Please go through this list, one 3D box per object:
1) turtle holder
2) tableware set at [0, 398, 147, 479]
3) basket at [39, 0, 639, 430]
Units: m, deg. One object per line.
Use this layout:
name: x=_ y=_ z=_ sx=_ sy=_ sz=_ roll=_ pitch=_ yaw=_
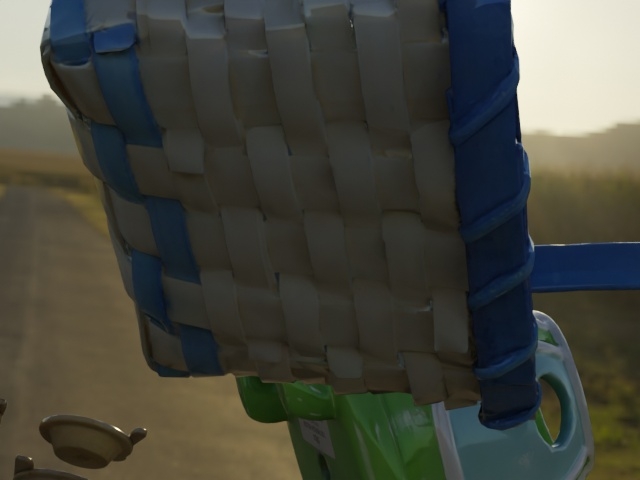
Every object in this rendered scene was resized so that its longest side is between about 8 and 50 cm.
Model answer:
turtle holder: x=0.089 y=0.176 z=1.257 sx=0.227 sy=0.320 sz=0.243 roll=-15 pitch=-22 yaw=-15
tableware set: x=-0.183 y=0.119 z=0.990 sx=0.168 sy=0.020 sz=0.141 roll=20 pitch=-31 yaw=-15
basket: x=0.064 y=-0.064 z=0.573 sx=0.289 sy=0.201 sz=0.255 roll=1 pitch=-40 yaw=6
